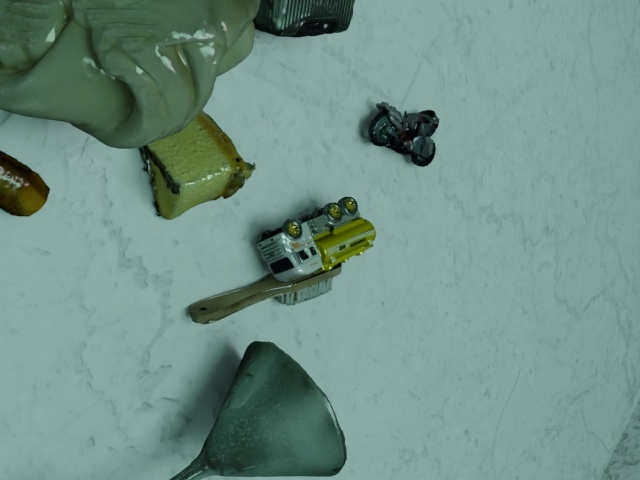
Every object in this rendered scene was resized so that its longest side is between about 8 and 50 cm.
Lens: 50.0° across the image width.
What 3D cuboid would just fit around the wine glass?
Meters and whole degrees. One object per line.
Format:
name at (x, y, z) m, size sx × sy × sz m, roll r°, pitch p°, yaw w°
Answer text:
wine glass at (-0.193, 0.357, 1.068) m, size 0.406 × 0.267 × 0.266 m, roll -26°, pitch 116°, yaw -34°

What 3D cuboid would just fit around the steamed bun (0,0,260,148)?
steamed bun at (-0.233, -0.291, 0.870) m, size 0.255 × 0.343 × 0.367 m, roll 37°, pitch 63°, yaw -68°

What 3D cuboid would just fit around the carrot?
carrot at (-0.456, -0.115, 0.843) m, size 0.260 × 0.070 × 0.070 m, roll 39°, pitch 70°, yaw -39°

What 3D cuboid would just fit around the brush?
brush at (-0.091, 0.102, 1.246) m, size 0.328 × 0.070 × 0.065 m, roll -18°, pitch 120°, yaw -40°

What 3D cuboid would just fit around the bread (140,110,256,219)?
bread at (-0.205, -0.122, 1.089) m, size 0.147 × 0.127 × 0.152 m, roll -25°, pitch 81°, yaw -37°

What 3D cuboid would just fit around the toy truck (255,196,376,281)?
toy truck at (0.000, 0.000, 1.261) m, size 0.227 × 0.098 × 0.114 m, roll -24°, pitch 90°, yaw -40°

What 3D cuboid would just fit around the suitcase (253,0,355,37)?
suitcase at (-0.025, -0.487, 1.099) m, size 0.202 × 0.128 × 0.312 m, roll -19°, pitch 130°, yaw -41°

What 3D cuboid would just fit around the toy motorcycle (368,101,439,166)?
toy motorcycle at (0.183, -0.232, 1.430) m, size 0.213 × 0.082 × 0.122 m, roll 16°, pitch 88°, yaw -46°
